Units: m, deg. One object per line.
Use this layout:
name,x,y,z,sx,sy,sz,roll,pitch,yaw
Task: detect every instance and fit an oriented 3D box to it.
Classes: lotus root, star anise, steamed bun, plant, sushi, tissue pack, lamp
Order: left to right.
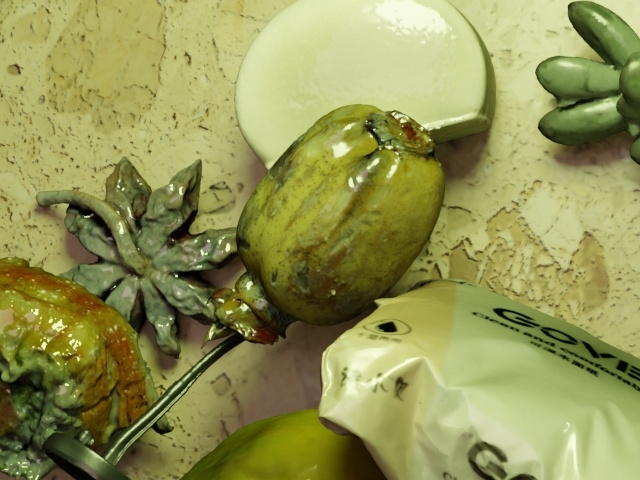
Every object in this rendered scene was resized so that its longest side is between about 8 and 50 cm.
sushi,-0.287,0.129,1.781,0.274,0.139,0.184,19,112,22
star anise,-0.184,0.014,1.830,0.262,0.081,0.230,31,109,12
lamp,-0.089,0.133,1.753,0.371,0.108,0.130,-37,38,-30
lotus root,0.001,0.000,1.662,0.154,0.154,0.278,43,106,14
steamed bun,0.040,-0.162,1.766,0.241,0.146,0.164,-13,88,10
tissue pack,0.190,0.177,1.592,0.375,0.390,0.195,31,106,7
plant,0.334,-0.123,1.697,0.274,0.149,0.146,15,86,17

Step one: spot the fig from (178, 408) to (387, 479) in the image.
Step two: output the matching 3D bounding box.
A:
fig,-0.025,0.317,1.644,0.343,0.343,0.343,-2,83,12
